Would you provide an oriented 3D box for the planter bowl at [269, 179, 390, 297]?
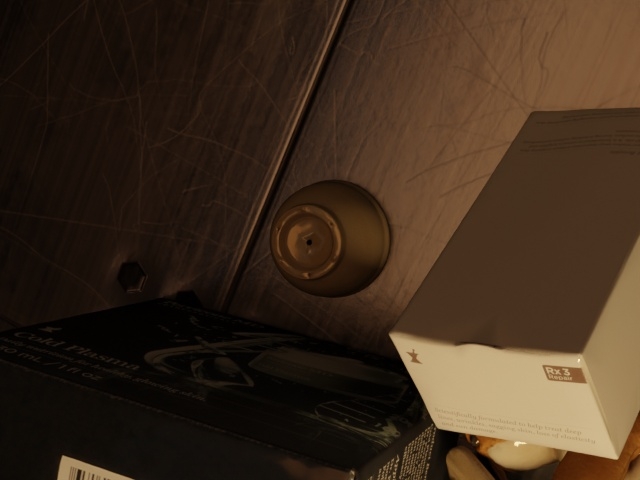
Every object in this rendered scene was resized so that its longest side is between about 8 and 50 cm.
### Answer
[{"bbox_3d":[0.000,0.000,1.400,0.162,0.109,0.162,1,93,19],"label":"planter bowl"}]

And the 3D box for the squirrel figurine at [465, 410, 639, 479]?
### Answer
[{"bbox_3d":[0.373,0.195,1.215,0.397,0.281,0.370,-43,46,-20],"label":"squirrel figurine"}]

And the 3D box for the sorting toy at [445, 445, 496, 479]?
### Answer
[{"bbox_3d":[0.237,0.405,1.215,0.041,0.229,0.307,-27,47,-16],"label":"sorting toy"}]

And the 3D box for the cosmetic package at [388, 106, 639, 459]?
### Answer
[{"bbox_3d":[0.266,0.027,1.134,0.217,0.385,0.156,5,136,40],"label":"cosmetic package"}]

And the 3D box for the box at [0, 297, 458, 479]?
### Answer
[{"bbox_3d":[-0.127,0.279,1.265,0.480,0.472,0.297,13,96,19],"label":"box"}]
